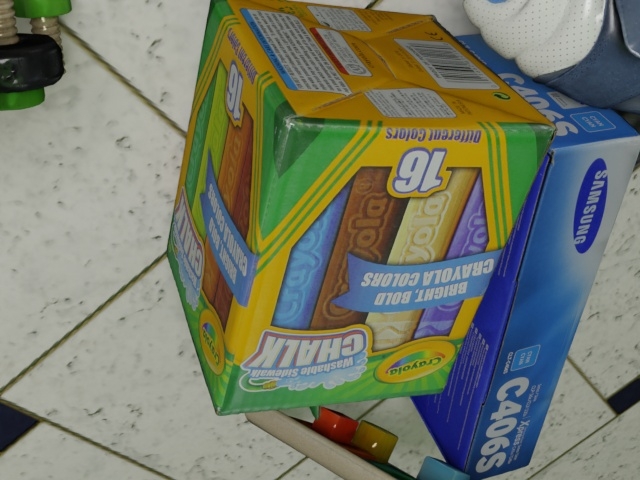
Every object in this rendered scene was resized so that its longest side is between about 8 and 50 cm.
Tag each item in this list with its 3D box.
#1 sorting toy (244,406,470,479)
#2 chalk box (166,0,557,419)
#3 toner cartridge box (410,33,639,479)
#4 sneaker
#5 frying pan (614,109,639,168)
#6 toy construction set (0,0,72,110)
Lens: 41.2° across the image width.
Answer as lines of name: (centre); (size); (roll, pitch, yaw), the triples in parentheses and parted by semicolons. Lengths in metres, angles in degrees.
sorting toy: (0.053, 0.184, 0.707); (0.196, 0.348, 0.047); (39, 76, -52)
chalk box: (0.000, 0.000, 0.604); (0.179, 0.180, 0.289); (0, 126, -25)
toner cartridge box: (0.137, 0.025, 0.698); (0.075, 0.165, 0.347); (-11, 132, -18)
sneaker: (0.215, -0.242, 0.537); (0.236, 0.130, 0.322); (20, 90, -6)
frying pan: (0.303, -0.122, 0.730); (0.326, 0.053, 0.197); (17, 118, -41)
toy construction set: (-0.276, -0.153, 0.347); (0.309, 0.257, 0.237); (-5, 114, -11)
